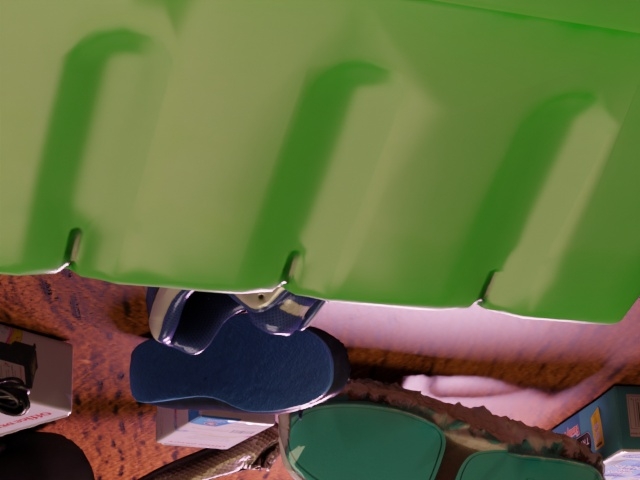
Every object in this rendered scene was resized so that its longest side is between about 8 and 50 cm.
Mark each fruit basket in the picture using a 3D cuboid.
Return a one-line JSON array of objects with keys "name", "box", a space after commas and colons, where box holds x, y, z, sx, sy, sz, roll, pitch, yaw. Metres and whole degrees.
[{"name": "fruit basket", "box": [0.011, -0.164, 0.530, 0.392, 0.283, 0.392, -7, 118, -13]}]

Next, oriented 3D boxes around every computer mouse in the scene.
[{"name": "computer mouse", "box": [-0.333, 0.162, 1.345, 0.106, 0.042, 0.193, 7, 156, -24]}]

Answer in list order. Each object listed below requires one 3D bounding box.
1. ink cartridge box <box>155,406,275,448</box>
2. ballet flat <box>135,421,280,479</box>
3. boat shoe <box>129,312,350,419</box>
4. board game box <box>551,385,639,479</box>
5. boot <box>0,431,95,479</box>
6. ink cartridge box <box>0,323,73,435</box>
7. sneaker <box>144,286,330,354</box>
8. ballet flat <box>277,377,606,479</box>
[{"name": "ink cartridge box", "box": [-0.114, 0.184, 1.617, 0.089, 0.052, 0.122, 9, 155, -26]}, {"name": "ballet flat", "box": [-0.152, 0.278, 1.735, 0.250, 0.058, 0.084, -26, 177, 3]}, {"name": "boat shoe", "box": [-0.066, 0.109, 1.391, 0.258, 0.109, 0.089, 1, 174, 42]}, {"name": "board game box", "box": [0.414, 0.259, 1.822, 0.254, 0.079, 0.336, 3, 159, -11]}, {"name": "boot", "box": [-0.435, 0.309, 1.592, 0.445, 0.146, 0.367, -4, -176, -38]}, {"name": "ink cartridge box", "box": [-0.337, 0.125, 1.411, 0.127, 0.072, 0.175, -19, 153, 35]}, {"name": "sneaker", "box": [0.000, 0.000, 1.034, 0.296, 0.131, 0.112, -19, 151, 35]}, {"name": "ballet flat", "box": [0.121, 0.231, 1.647, 0.409, 0.147, 0.147, 18, 153, -23]}]
